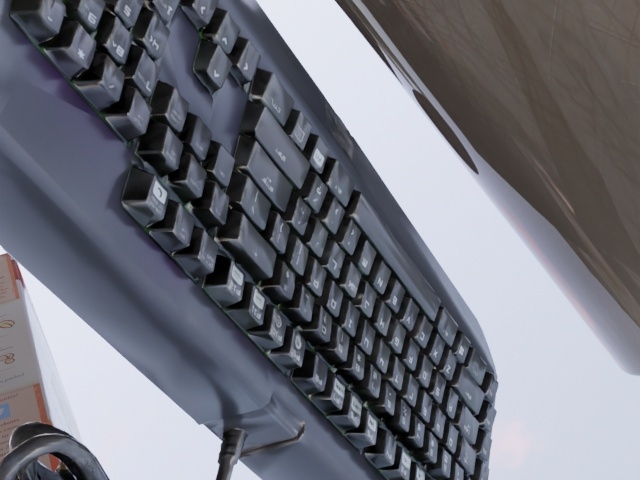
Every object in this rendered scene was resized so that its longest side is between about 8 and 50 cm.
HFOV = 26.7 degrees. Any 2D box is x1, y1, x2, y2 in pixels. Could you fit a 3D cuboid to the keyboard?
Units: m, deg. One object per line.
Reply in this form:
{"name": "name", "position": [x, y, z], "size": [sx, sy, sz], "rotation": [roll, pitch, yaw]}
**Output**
{"name": "keyboard", "position": [-0.014, 0.042, 0.410], "size": [0.033, 0.317, 0.201], "rotation": [-2, -123, 30]}

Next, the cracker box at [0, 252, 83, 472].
{"name": "cracker box", "position": [-0.144, 0.123, 0.652], "size": [0.067, 0.155, 0.232], "rotation": [-19, -153, -11]}

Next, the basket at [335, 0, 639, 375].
{"name": "basket", "position": [0.142, -0.065, 0.620], "size": [0.204, 0.227, 0.154], "rotation": [-28, -177, -3]}
